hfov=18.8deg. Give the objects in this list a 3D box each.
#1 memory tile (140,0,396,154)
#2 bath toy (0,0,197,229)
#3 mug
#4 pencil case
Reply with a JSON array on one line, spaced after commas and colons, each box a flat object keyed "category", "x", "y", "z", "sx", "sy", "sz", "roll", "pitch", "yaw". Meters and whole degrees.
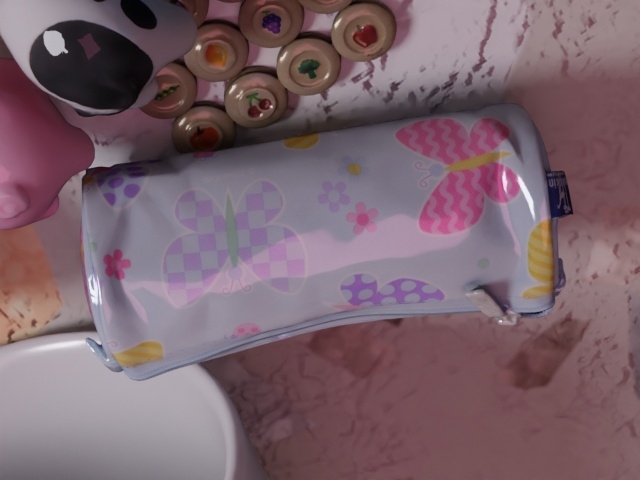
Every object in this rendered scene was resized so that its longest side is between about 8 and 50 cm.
[{"category": "memory tile", "x": -0.042, "y": -0.113, "z": 1.068, "sx": 0.148, "sy": 0.012, "sz": 0.113, "roll": -31, "pitch": 121, "yaw": 14}, {"category": "bath toy", "x": -0.189, "y": -0.074, "z": 1.007, "sx": 0.129, "sy": 0.151, "sz": 0.348, "roll": -12, "pitch": 144, "yaw": -56}, {"category": "mug", "x": -0.173, "y": 0.270, "z": 1.169, "sx": 0.374, "sy": 0.276, "sz": 0.328, "roll": -7, "pitch": 130, "yaw": 17}, {"category": "pencil case", "x": 0.000, "y": 0.000, "z": 1.083, "sx": 0.273, "sy": 0.113, "sz": 0.124, "roll": -8, "pitch": 94, "yaw": -1}]
